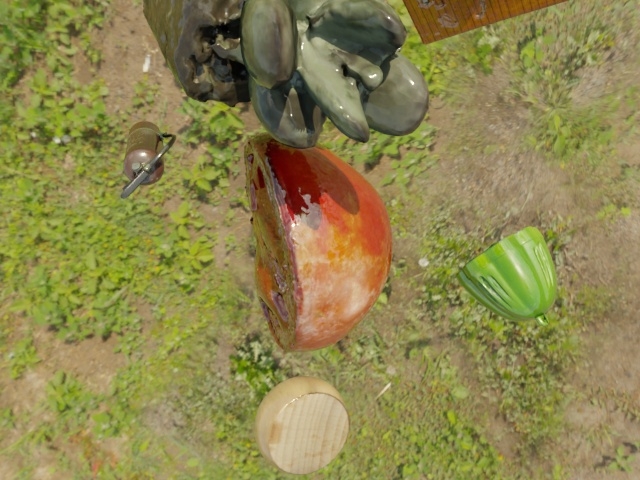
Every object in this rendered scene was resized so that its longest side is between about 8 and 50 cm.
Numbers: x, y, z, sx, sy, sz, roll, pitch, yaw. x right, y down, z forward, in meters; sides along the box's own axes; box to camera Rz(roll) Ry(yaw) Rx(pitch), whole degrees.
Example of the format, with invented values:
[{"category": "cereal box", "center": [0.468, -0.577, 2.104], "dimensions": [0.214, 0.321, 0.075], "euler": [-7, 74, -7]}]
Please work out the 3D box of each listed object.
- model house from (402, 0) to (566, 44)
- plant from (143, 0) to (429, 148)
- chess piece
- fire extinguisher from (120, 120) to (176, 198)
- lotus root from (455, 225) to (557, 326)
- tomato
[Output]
[{"category": "model house", "center": [0.106, -0.221, 0.403], "dimensions": [0.219, 0.207, 0.136], "euler": [-11, 99, 27]}, {"category": "plant", "center": [-0.030, -0.159, 0.422], "dimensions": [0.274, 0.146, 0.149], "euler": [47, 131, 46]}, {"category": "chess piece", "center": [-0.016, 0.159, 0.485], "dimensions": [0.038, 0.084, 0.083], "euler": [-152, 59, -63]}, {"category": "fire extinguisher", "center": [-0.198, -0.103, 0.649], "dimensions": [0.078, 0.157, 0.045], "euler": [-42, 118, 7]}, {"category": "lotus root", "center": [0.377, 0.088, 1.063], "dimensions": [0.186, 0.186, 0.186], "euler": [5, 104, 21]}, {"category": "tomato", "center": [0.000, 0.000, 0.594], "dimensions": [0.140, 0.200, 0.233], "euler": [-11, 136, -14]}]
